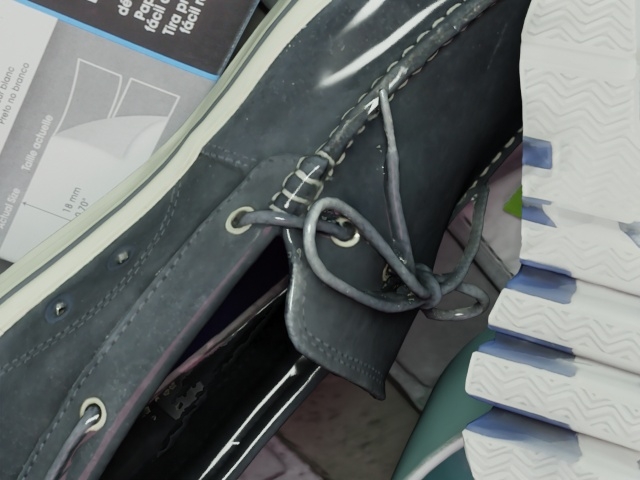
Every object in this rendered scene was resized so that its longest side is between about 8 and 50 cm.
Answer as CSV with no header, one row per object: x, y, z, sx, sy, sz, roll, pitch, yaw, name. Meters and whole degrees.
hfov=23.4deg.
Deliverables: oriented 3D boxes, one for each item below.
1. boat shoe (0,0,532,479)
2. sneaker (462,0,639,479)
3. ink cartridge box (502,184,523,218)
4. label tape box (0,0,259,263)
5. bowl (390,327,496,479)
0.000,0.000,0.763,0.500,0.156,0.187,-42,149,3,boat shoe
0.173,-0.020,0.726,0.127,0.182,0.315,20,101,32,sneaker
0.247,-0.047,0.837,0.189,0.097,0.255,24,123,-16,ink cartridge box
-0.213,-0.137,0.771,0.334,0.106,0.240,21,124,-15,label tape box
0.177,0.151,0.946,0.312,0.163,0.311,1,128,1,bowl
